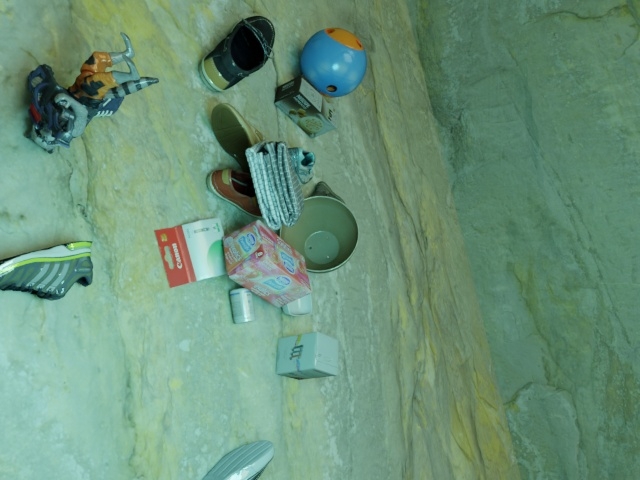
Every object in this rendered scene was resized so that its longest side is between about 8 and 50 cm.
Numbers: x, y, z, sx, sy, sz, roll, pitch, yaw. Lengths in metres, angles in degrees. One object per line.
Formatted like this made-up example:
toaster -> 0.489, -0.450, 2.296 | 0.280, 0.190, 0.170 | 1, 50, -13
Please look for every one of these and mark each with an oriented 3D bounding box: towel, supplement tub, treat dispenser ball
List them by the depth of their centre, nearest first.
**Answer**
supplement tub -> -0.248, 0.207, 1.713 | 0.071, 0.071, 0.107 | 3, 76, -53
towel -> -0.134, -0.193, 1.768 | 0.235, 0.121, 0.283 | -70, 148, -75
treat dispenser ball -> 0.056, -0.765, 2.324 | 0.288, 0.288, 0.288 | 25, 57, -47

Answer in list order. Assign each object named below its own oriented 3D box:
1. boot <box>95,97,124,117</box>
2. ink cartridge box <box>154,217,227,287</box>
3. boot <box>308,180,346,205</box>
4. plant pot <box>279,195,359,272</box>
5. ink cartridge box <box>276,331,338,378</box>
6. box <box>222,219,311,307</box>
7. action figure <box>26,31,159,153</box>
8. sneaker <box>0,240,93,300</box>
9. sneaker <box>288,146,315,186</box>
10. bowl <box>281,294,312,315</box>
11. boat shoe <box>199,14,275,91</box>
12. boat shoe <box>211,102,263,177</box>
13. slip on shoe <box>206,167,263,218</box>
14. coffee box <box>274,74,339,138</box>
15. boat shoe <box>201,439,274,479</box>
boot -> -0.601, -0.358, 1.463 | 0.190, 0.069, 0.086 | -68, 150, -27
ink cartridge box -> -0.375, 0.032, 1.627 | 0.225, 0.056, 0.180 | -14, 88, -57
boot -> 0.013, -0.125, 2.197 | 0.190, 0.076, 0.208 | 42, 37, -17
plant pot -> 0.000, 0.000, 2.004 | 0.191, 0.284, 0.284 | 81, 5, -73
ink cartridge box -> -0.042, 0.394, 1.828 | 0.128, 0.176, 0.127 | 31, 53, -44
box -> -0.167, 0.084, 1.736 | 0.300, 0.142, 0.154 | 43, 27, -51
action figure -> -0.561, -0.321, 1.294 | 0.178, 0.330, 0.341 | 43, 13, -53
sneaker -> -0.634, 0.084, 1.208 | 0.300, 0.111, 0.121 | -22, 99, -53
sneaker -> -0.067, -0.285, 2.074 | 0.283, 0.122, 0.110 | 17, 58, -70
bowl -> -0.095, 0.205, 1.938 | 0.142, 0.053, 0.142 | 6, 71, -53
boat shoe -> -0.265, -0.708, 1.982 | 0.186, 0.156, 0.500 | 54, 38, -23
boat shoe -> -0.262, -0.342, 1.882 | 0.341, 0.122, 0.110 | 60, 32, -35
slip on shoe -> -0.236, -0.160, 1.850 | 0.331, 0.101, 0.123 | 25, 55, -48
coffee box -> -0.054, -0.545, 2.214 | 0.246, 0.141, 0.098 | 38, 49, -41
boat shoe -> -0.252, 0.690, 1.499 | 0.335, 0.121, 0.119 | -27, 107, -43
